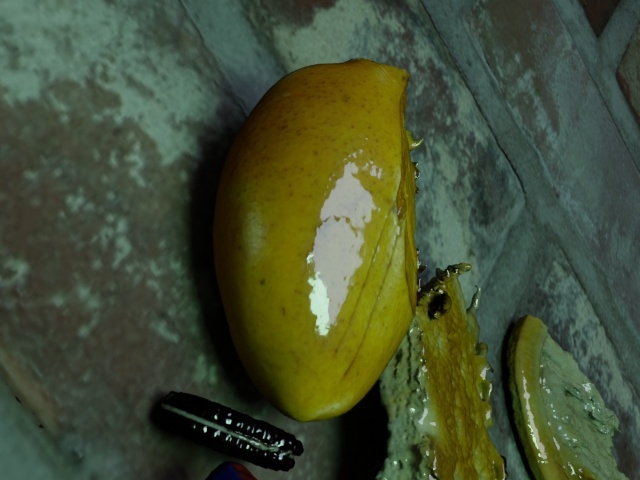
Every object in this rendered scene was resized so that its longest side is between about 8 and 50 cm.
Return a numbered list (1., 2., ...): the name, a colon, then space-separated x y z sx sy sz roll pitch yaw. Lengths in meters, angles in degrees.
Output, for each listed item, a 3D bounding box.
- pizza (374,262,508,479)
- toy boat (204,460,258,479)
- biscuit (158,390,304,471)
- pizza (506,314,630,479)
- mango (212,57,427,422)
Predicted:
1. pizza: 0.087 0.122 0.834 0.189 0.071 0.297 50 37 -46
2. toy boat: 0.010 0.264 0.620 0.318 0.072 0.219 56 14 -38
3. biscuit: -0.052 0.114 0.659 0.089 0.087 0.027 87 24 -79
4. pizza: 0.255 0.194 1.087 0.262 0.034 0.181 38 43 -40
5. mango: 0.000 0.000 0.738 0.154 0.126 0.252 45 45 -51
